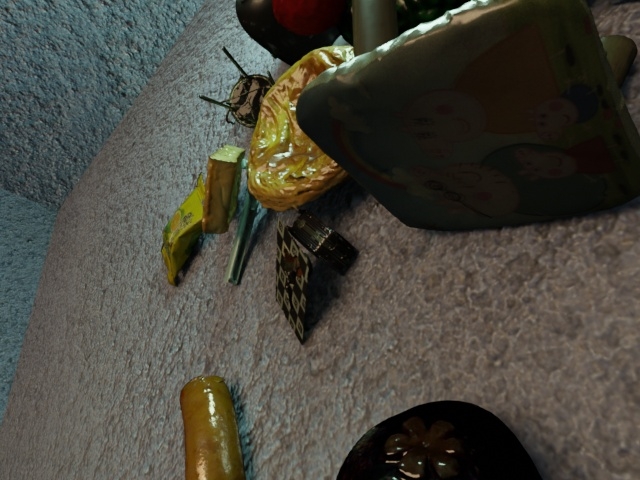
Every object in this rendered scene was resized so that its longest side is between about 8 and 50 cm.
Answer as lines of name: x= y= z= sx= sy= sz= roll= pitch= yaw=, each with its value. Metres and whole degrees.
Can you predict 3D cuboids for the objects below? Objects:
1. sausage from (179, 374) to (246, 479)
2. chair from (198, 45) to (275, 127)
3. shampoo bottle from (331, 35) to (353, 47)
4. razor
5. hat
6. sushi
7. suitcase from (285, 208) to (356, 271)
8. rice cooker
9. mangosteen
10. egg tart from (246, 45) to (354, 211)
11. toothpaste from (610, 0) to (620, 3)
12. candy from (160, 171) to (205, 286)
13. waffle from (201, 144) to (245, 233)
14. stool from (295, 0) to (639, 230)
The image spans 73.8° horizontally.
sausage: x=-0.186 y=0.366 z=0.737 sx=0.109 sy=0.109 sz=0.270 roll=-44 pitch=42 yaw=21
chair: x=-0.189 y=-0.385 z=1.156 sx=0.159 sy=0.170 sz=0.326 roll=-63 pitch=-5 yaw=5
shampoo bottle: x=0.112 y=-0.467 z=0.935 sx=0.234 sy=0.049 sz=0.087 roll=-26 pitch=52 yaw=36
razor: x=-0.169 y=-0.035 z=0.973 sx=0.056 sy=0.111 sz=0.277 roll=19 pitch=92 yaw=61
hat: x=0.085 y=-0.381 z=0.679 sx=0.332 sy=0.242 sz=0.274 roll=-17 pitch=50 yaw=-11
sushi: x=-0.041 y=0.071 z=0.751 sx=0.139 sy=0.031 sz=0.201 roll=52 pitch=146 yaw=45
suitcase: x=0.000 y=0.000 z=0.754 sx=0.059 sy=0.086 sz=0.126 roll=-52 pitch=39 yaw=2
rice cooker: x=-0.083 y=-0.598 z=1.087 sx=0.267 sy=0.224 sz=0.267 roll=-28 pitch=49 yaw=37
mangosteen: x=0.110 y=0.281 z=0.389 sx=0.243 sy=0.243 sz=0.242 roll=-25 pitch=51 yaw=36
egg tart: x=-0.007 y=-0.205 z=0.836 sx=0.352 sy=0.150 sz=0.351 roll=-22 pitch=56 yaw=36
toothpaste: x=0.471 y=-0.467 z=0.532 sx=0.081 sy=0.067 sz=0.336 roll=27 pitch=89 yaw=51
candy: x=-0.377 y=-0.030 z=1.179 sx=0.297 sy=0.081 sz=0.187 roll=-60 pitch=38 yaw=22
waffle: x=-0.219 y=-0.124 z=0.979 sx=0.274 sy=0.057 sz=0.167 roll=-108 pitch=27 yaw=-72
stool: x=0.178 y=-0.176 z=0.503 sx=0.310 sy=0.310 sz=0.226 roll=-7 pitch=56 yaw=44
